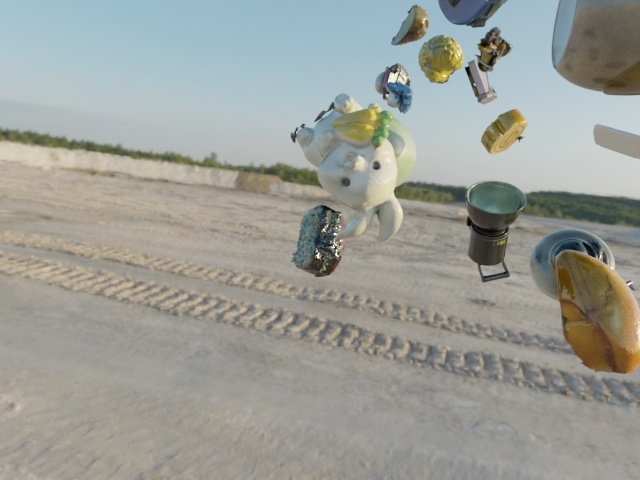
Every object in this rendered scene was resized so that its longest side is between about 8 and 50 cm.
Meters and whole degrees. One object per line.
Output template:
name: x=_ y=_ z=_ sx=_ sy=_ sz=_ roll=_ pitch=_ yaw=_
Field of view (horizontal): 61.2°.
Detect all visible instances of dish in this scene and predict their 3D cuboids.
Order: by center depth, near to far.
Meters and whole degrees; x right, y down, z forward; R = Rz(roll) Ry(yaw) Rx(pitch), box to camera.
dish: x=0.860 y=0.069 z=1.845 sx=0.274 sy=0.273 sz=0.134 roll=10 pitch=-18 yaw=23

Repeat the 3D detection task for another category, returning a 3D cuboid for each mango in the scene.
mango: x=0.728 y=0.186 z=1.445 sx=0.199 sy=0.349 sz=0.201 roll=-10 pitch=-21 yaw=-7

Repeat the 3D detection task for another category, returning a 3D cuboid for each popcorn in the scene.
popcorn: x=0.529 y=-0.805 z=2.426 sx=0.226 sy=0.203 sz=0.200 roll=28 pitch=0 yaw=29

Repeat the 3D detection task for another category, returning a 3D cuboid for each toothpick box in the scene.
toothpick box: x=0.884 y=-0.601 z=1.464 sx=0.426 sy=0.408 sz=0.409 roll=6 pitch=6 yaw=10

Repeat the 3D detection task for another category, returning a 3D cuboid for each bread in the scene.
bread: x=0.576 y=-0.336 z=1.702 sx=0.122 sy=0.073 sz=0.149 roll=-16 pitch=-27 yaw=-22

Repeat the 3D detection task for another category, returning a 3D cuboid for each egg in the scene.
egg: x=0.197 y=-0.311 z=1.928 sx=0.276 sy=0.275 sz=0.389 roll=10 pitch=-1 yaw=27

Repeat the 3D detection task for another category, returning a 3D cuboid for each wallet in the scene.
wallet: x=1.083 y=-0.361 z=1.964 sx=0.183 sy=0.032 sz=0.124 roll=36 pitch=-7 yaw=43

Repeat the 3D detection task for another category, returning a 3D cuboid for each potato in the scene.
potato: x=0.351 y=-0.780 z=2.038 sx=0.101 sy=0.172 sz=0.089 roll=12 pitch=45 yaw=-28

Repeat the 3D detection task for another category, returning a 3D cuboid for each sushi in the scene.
sushi: x=0.000 y=0.000 z=1.756 sx=0.126 sy=0.225 sz=0.136 roll=31 pitch=-23 yaw=-31

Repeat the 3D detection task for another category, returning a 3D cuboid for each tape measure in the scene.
tape measure: x=0.430 y=-0.823 z=1.647 sx=0.098 sy=0.351 sz=0.215 roll=-15 pitch=-16 yaw=-32

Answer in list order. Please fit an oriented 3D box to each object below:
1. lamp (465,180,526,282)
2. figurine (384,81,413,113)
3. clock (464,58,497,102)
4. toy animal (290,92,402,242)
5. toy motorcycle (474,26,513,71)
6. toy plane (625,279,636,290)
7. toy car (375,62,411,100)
lamp: x=0.444 y=-0.029 z=1.435 sx=0.147 sy=0.227 sz=0.172 roll=-11 pitch=41 yaw=-8
figurine: x=0.237 y=-0.428 z=1.613 sx=0.079 sy=0.114 sz=0.114 roll=-28 pitch=9 yaw=-2
clock: x=0.752 y=-0.739 z=2.522 sx=0.084 sy=0.186 sz=0.253 roll=-20 pitch=2 yaw=26
toy animal: x=0.070 y=-0.162 z=1.180 sx=0.183 sy=0.247 sz=0.310 roll=-20 pitch=52 yaw=-11
toy motorcycle: x=0.596 y=-0.660 z=1.894 sx=0.094 sy=0.130 sz=0.229 roll=50 pitch=22 yaw=18
toy plane: x=0.948 y=0.143 z=1.684 sx=0.083 sy=0.031 sz=0.079 roll=-10 pitch=17 yaw=-31
toy car: x=0.252 y=-0.573 z=1.992 sx=0.112 sy=0.139 sz=0.112 roll=15 pitch=-12 yaw=43
